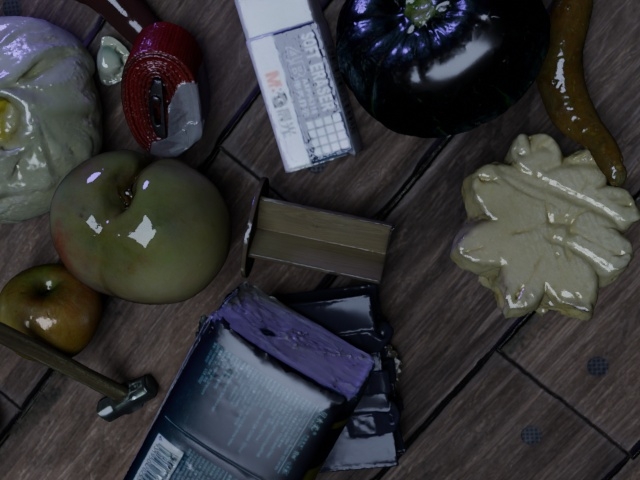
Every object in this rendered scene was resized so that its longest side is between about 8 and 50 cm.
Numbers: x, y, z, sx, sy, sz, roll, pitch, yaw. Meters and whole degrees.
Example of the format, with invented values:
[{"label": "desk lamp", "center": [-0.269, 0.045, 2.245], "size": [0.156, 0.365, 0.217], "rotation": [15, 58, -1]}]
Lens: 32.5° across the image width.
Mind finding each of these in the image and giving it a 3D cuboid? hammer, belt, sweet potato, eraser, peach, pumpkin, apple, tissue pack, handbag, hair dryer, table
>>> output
[{"label": "hammer", "center": [-0.432, 0.212, 1.856], "size": [0.111, 0.043, 0.365], "rotation": [-30, 139, 19]}, {"label": "belt", "center": [-0.249, -0.234, 1.755], "size": [0.128, 0.124, 0.200], "rotation": [-1, 127, 5]}, {"label": "sweet potato", "center": [0.377, -0.239, 1.643], "size": [0.108, 0.079, 0.346], "rotation": [-19, 78, 48]}, {"label": "eraser", "center": [-0.034, -0.261, 1.750], "size": [0.130, 0.086, 0.287], "rotation": [-13, 100, 14]}, {"label": "peach", "center": [-0.286, -0.014, 1.766], "size": [0.292, 0.247, 0.292], "rotation": [3, 147, 2]}, {"label": "pumpkin", "center": [0.180, -0.294, 1.620], "size": [0.315, 0.238, 0.315], "rotation": [-3, 82, 23]}, {"label": "apple", "center": [-0.470, 0.129, 1.904], "size": [0.183, 0.182, 0.155], "rotation": [11, 137, 10]}, {"label": "tissue pack", "center": [-0.126, 0.310, 1.698], "size": [0.264, 0.253, 0.416], "rotation": [29, 107, 5]}, {"label": "handbag", "center": [-0.019, 0.237, 1.852], "size": [0.329, 0.122, 0.303], "rotation": [-8, 100, 15]}, {"label": "hair dryer", "center": [-0.294, -0.511, 1.754], "size": [0.312, 0.123, 0.340], "rotation": [42, 98, -11]}, {"label": "table", "center": [0.000, 0.000, 1.777], "size": [0.227, 0.167, 0.167], "rotation": [12, 106, 3]}]

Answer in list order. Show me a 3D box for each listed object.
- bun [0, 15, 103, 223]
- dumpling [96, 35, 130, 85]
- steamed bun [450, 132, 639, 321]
[{"label": "bun", "center": [-0.538, -0.195, 1.810], "size": [0.365, 0.219, 0.365], "rotation": [3, 101, 14]}, {"label": "dumpling", "center": [-0.345, -0.299, 1.834], "size": [0.060, 0.043, 0.077], "rotation": [1, 88, -5]}, {"label": "steamed bun", "center": [0.331, -0.005, 1.673], "size": [0.292, 0.137, 0.295], "rotation": [-24, 79, -12]}]
